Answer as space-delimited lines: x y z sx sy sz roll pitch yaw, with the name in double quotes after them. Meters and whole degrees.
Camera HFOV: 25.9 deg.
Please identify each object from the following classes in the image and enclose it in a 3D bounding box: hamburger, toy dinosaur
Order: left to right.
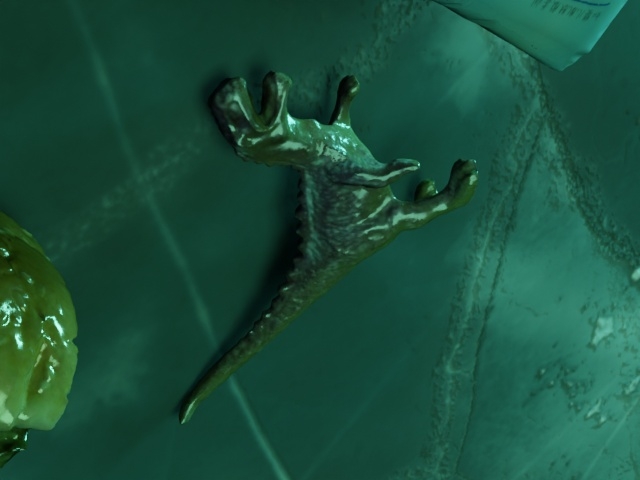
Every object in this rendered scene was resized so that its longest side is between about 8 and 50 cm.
-0.232 0.021 0.721 0.135 0.155 0.208 -53 126 -6 "hamburger"
-0.002 -0.003 0.941 0.200 0.072 0.251 -9 133 -21 "toy dinosaur"

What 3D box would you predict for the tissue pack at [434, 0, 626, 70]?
0.103 -0.203 0.738 0.263 0.089 0.177 15 116 -50 "tissue pack"
